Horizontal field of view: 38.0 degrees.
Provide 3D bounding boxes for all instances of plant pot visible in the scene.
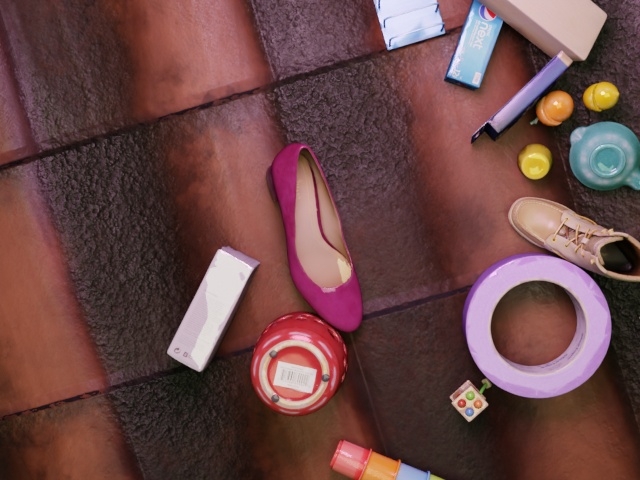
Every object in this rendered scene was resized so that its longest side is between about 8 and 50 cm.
[{"bbox_3d":[-0.042,0.240,1.807,0.191,0.174,0.191,0,91,3],"label":"plant pot"}]

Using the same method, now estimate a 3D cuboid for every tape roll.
[{"bbox_3d":[0.417,0.163,1.814,0.275,0.090,0.274,0,93,3],"label":"tape roll"}]

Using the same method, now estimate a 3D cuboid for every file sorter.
[{"bbox_3d":[0.163,-0.470,1.790,0.118,0.104,0.170,-16,92,5],"label":"file sorter"}]

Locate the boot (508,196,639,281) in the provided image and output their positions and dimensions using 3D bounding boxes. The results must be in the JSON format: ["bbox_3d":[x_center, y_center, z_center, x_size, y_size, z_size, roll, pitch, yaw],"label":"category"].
[{"bbox_3d":[0.487,-0.002,1.742,0.262,0.203,0.095,31,94,0],"label":"boot"}]

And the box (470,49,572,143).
[{"bbox_3d":[0.379,-0.258,1.770,0.225,0.136,0.036,-43,84,5],"label":"box"}]

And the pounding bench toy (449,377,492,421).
[{"bbox_3d":[0.305,0.307,1.839,0.083,0.065,0.052,-43,89,4],"label":"pounding bench toy"}]

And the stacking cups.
[{"bbox_3d":[0.173,0.485,1.841,0.316,0.096,0.096,22,94,2],"label":"stacking cups"}]

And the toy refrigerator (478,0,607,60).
[{"bbox_3d":[0.394,-0.445,1.727,0.270,0.094,0.102,29,86,-27],"label":"toy refrigerator"}]

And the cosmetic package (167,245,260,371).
[{"bbox_3d":[-0.208,0.132,1.839,0.086,0.117,0.231,28,96,1],"label":"cosmetic package"}]

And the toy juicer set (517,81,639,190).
[{"bbox_3d":[0.554,-0.195,1.777,0.329,0.089,0.209,11,106,9],"label":"toy juicer set"}]

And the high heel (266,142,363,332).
[{"bbox_3d":[0.000,0.000,1.775,0.127,0.181,0.377,-28,91,-20],"label":"high heel"}]

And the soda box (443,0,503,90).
[{"bbox_3d":[0.307,-0.401,1.800,0.067,0.071,0.210,20,94,1],"label":"soda box"}]
